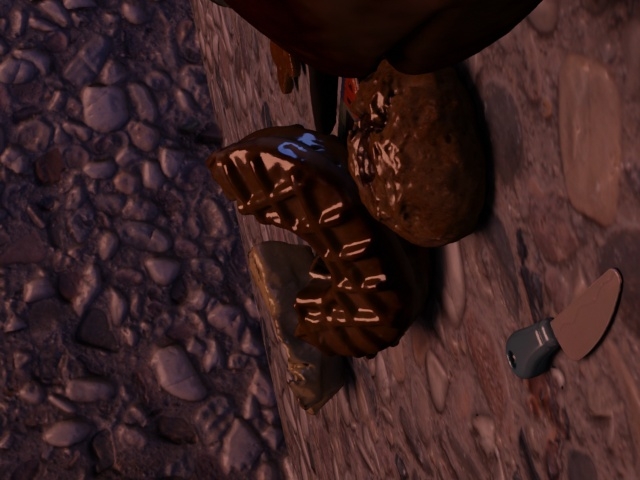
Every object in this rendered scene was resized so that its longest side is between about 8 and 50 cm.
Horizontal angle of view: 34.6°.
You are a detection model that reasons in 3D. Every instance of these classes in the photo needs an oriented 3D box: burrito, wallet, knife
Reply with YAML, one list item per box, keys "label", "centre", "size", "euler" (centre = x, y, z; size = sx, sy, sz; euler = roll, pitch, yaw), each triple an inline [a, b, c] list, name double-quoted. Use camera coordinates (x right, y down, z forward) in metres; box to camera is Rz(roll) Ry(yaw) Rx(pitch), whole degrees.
- label: "burrito"
  centre: [-0.034, 0.170, 2.031]
  size: [0.190, 0.135, 0.332]
  euler: [85, 167, -68]
- label: "wallet"
  centre: [0.005, -0.311, 1.445]
  size: [0.377, 0.051, 0.197]
  euler: [86, -171, -65]
- label: "knife"
  centre: [0.235, 0.088, 0.983]
  size: [0.244, 0.032, 0.058]
  euler: [122, 138, -67]

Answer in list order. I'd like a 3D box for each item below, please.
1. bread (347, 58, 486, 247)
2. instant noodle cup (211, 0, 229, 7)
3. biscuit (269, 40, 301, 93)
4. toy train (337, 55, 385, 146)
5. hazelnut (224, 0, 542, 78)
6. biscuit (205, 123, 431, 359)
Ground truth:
- label: "bread"
  centre: [0.104, -0.102, 1.192]
  size: [0.230, 0.123, 0.230]
  euler: [167, 90, -79]
- label: "instant noodle cup"
  centre: [-0.157, -0.552, 1.784]
  size: [0.243, 0.243, 0.231]
  euler: [97, 151, -55]
- label: "biscuit"
  centre: [-0.059, -0.364, 1.925]
  size: [0.205, 0.031, 0.138]
  euler: [111, 146, -69]
- label: "toy train"
  centre: [0.073, -0.097, 1.415]
  size: [0.409, 0.086, 0.089]
  euler: [93, 156, -47]
- label: "hazelnut"
  centre: [0.037, -0.325, 0.648]
  size: [0.429, 0.402, 0.402]
  euler: [127, 133, -58]
- label: "biscuit"
  centre: [0.016, 0.006, 1.391]
  size: [0.268, 0.115, 0.366]
  euler: [-6, 123, 47]
